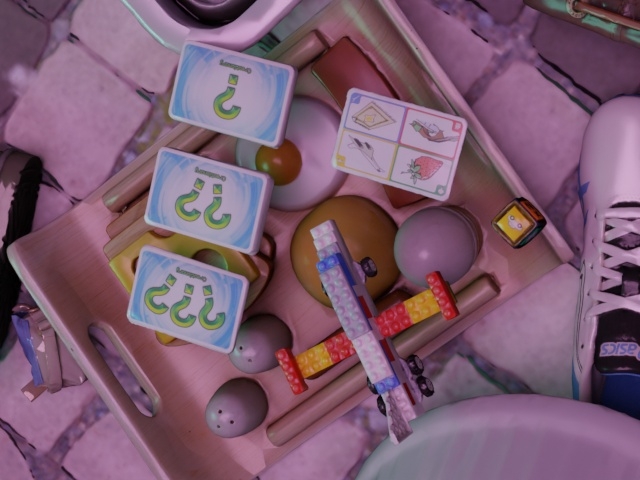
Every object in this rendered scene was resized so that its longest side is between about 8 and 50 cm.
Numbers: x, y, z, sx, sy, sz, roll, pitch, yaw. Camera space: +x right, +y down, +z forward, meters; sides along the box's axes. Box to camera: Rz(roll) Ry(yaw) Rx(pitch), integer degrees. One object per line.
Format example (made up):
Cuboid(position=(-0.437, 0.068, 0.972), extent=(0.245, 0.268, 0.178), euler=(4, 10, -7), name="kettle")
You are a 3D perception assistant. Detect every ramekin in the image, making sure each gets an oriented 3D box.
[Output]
Cuboid(position=(0.121, 0.240, 0.904), extent=(0.277, 0.135, 0.277), euler=(10, 120, 18), name="ramekin")

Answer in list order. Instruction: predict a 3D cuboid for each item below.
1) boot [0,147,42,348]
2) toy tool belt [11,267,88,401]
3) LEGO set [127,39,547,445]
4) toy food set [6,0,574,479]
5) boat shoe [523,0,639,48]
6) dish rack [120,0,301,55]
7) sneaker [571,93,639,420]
Cuboid(position=(-0.306, -0.005, 1.062), extent=(0.208, 0.076, 0.190), euler=(14, 86, 6), name="boot")
Cuboid(position=(-0.188, 0.063, 1.051), extent=(0.051, 0.052, 0.083), euler=(-18, 91, 8), name="toy tool belt")
Cuboid(position=(0.000, 0.000, 0.903), extent=(0.244, 0.060, 0.183), euler=(18, 100, 20), name="LEGO set")
Cuboid(position=(-0.026, 0.006, 0.978), extent=(0.306, 0.092, 0.220), euler=(-36, 87, 16), name="toy food set")
Cuboid(position=(0.268, -0.093, 0.880), extent=(0.342, 0.123, 0.123), euler=(32, 112, 13), name="boat shoe")
Cuboid(position=(-0.036, -0.306, 0.952), extent=(0.333, 0.072, 0.285), euler=(-41, 85, 16), name="dish rack")
Cuboid(position=(0.190, 0.032, 0.929), extent=(0.085, 0.086, 0.237), euler=(-1, 96, 17), name="sneaker")
